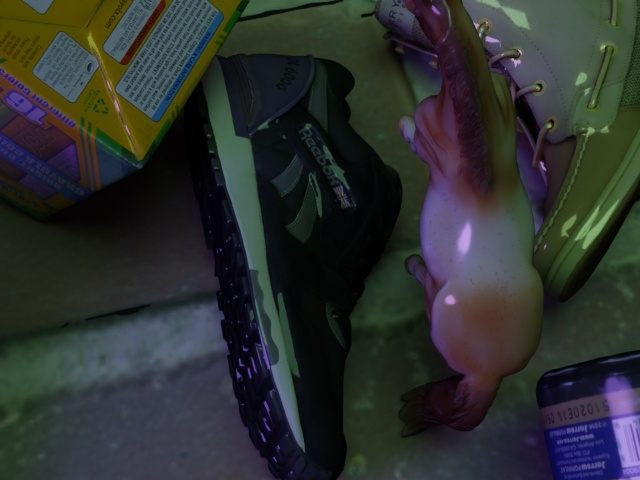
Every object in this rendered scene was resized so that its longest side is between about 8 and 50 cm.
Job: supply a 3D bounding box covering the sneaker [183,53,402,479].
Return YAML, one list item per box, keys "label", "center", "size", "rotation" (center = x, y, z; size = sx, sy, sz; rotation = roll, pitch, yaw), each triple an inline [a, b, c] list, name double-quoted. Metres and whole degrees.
- label: "sneaker"
  center: [0.000, 0.000, 0.617]
  size: [0.124, 0.107, 0.283]
  rotation: [-7, 64, -14]

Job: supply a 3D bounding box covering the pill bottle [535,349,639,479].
- label: "pill bottle"
  center: [0.188, 0.164, 0.521]
  size: [0.122, 0.123, 0.219]
  rotation: [-8, 77, -7]

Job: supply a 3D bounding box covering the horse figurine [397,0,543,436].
- label: "horse figurine"
  center: [0.073, -0.008, 0.550]
  size: [0.066, 0.174, 0.263]
  rotation: [-5, 102, -3]

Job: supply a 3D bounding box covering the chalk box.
- label: "chalk box"
  center: [-0.167, -0.106, 0.622]
  size: [0.132, 0.213, 0.132]
  rotation: [37, 64, -22]

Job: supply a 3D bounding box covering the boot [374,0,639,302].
- label: "boot"
  center: [0.122, -0.101, 0.676]
  size: [0.203, 0.095, 0.262]
  rotation: [25, 63, 8]
